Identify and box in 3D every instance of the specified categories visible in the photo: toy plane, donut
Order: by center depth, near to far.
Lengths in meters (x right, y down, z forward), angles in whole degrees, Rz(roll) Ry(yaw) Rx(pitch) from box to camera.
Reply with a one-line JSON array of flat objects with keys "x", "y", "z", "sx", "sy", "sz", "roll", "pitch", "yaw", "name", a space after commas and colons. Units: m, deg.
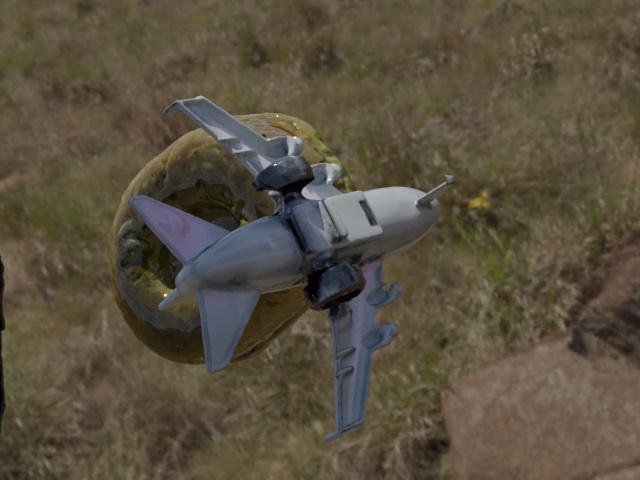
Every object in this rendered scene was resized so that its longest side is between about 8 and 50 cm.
[{"x": 0.000, "y": 0.000, "z": 0.467, "sx": 0.171, "sy": 0.162, "sz": 0.065, "roll": -19, "pitch": -13, "yaw": -38, "name": "toy plane"}, {"x": -0.091, "y": -0.002, "z": 0.999, "sx": 0.261, "sy": 0.208, "sz": 0.128, "roll": -48, "pitch": -16, "yaw": 27, "name": "donut"}]

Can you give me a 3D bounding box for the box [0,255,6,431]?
[{"x": -0.287, "y": 0.133, "z": 0.674, "sx": 0.153, "sy": 0.188, "sz": 0.252, "roll": 0, "pitch": 35, "yaw": -12, "name": "box"}]
